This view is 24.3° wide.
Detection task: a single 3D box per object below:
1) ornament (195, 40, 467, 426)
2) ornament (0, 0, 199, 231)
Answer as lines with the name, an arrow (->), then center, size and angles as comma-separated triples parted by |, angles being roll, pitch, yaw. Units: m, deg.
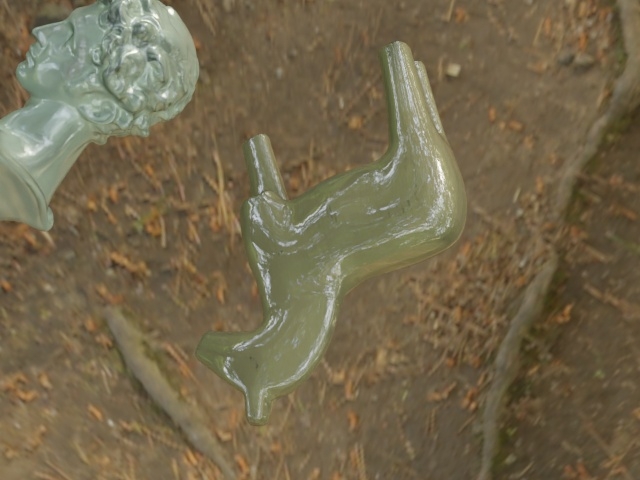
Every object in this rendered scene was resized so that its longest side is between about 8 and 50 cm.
ornament -> 0.000, 0.000, 1.104 | 0.230, 0.061, 0.244 | -23, 58, 17
ornament -> -0.226, -0.095, 1.236 | 0.285, 0.130, 0.120 | -40, 47, 3
